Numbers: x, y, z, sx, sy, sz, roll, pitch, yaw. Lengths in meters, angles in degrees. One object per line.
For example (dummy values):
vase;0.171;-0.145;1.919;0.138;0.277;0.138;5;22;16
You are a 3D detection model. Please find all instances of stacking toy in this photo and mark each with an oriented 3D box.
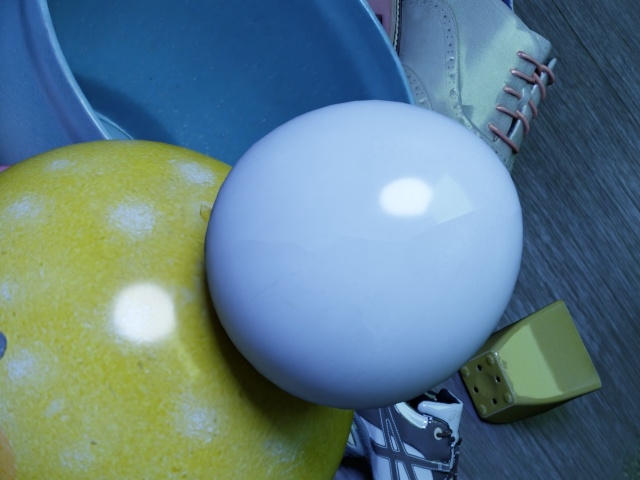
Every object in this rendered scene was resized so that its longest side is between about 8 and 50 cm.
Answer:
stacking toy;-0.106;0.061;0.699;0.350;0.480;0.351;25;50;-33

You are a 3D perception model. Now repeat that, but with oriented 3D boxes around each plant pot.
plant pot;0.164;0.108;1.271;0.083;0.081;0.081;-17;79;-37
plant pot;-0.105;-0.068;0.986;0.293;0.196;0.293;26;46;-30

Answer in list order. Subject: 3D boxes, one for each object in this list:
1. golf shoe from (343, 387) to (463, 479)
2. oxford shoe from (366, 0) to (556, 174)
golf shoe;0.075;0.163;1.119;0.198;0.094;0.077;56;17;-6
oxford shoe;0.125;-0.118;1.290;0.140;0.146;0.397;42;37;-58
